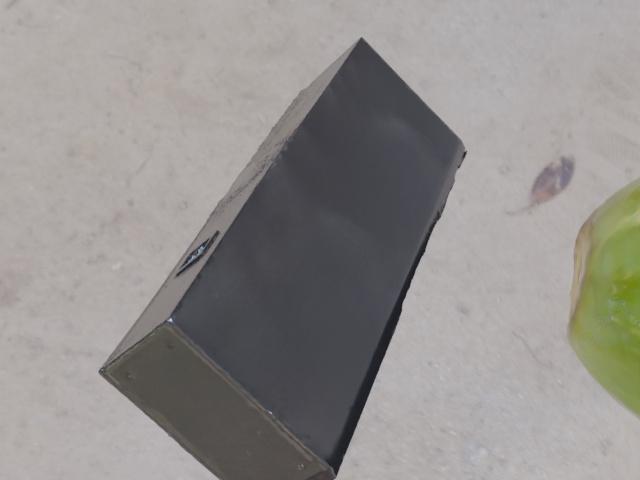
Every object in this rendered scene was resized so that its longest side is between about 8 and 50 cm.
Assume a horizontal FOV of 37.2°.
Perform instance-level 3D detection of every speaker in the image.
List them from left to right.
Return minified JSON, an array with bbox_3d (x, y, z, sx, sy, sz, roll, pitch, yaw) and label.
[{"bbox_3d":[0.000,0.000,0.391,0.044,0.082,0.218,-36,17,37],"label":"speaker"}]

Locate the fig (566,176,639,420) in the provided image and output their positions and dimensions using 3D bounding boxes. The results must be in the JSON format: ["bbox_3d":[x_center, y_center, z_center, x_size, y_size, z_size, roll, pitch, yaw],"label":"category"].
[{"bbox_3d":[0.298,0.033,0.513,0.326,0.258,0.258,5,73,27],"label":"fig"}]
